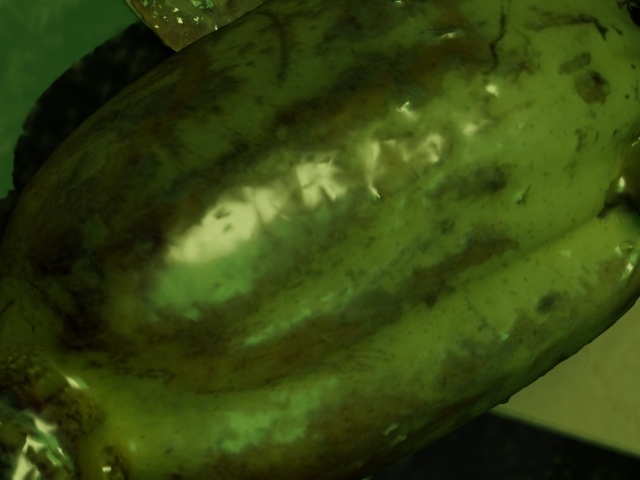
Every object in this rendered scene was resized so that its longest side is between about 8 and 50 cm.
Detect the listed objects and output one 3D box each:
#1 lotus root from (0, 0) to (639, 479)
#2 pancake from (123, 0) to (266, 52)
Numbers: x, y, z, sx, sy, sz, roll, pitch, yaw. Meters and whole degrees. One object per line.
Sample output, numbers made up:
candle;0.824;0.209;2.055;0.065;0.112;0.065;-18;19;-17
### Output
lotus root;0.000;0.000;0.517;0.309;0.173;0.173;-27;107;-15
pancake;-0.017;-0.136;0.558;0.158;0.028;0.158;-3;104;-13
